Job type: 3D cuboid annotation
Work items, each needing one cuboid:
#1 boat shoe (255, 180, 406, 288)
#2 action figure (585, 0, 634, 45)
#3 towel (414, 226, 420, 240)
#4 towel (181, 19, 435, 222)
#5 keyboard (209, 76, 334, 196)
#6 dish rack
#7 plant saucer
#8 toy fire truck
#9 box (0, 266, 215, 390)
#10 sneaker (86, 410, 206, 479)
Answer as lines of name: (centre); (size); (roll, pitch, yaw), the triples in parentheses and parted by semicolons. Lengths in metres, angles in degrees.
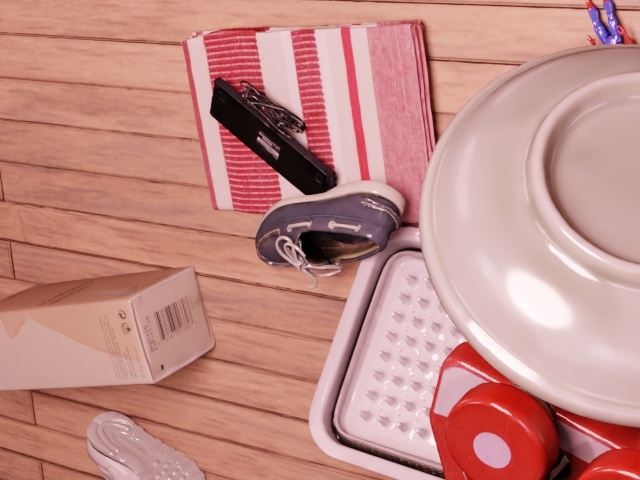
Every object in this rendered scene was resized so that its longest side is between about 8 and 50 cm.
boat shoe: (0.000, 0.000, 1.367); (0.095, 0.079, 0.254); (39, 147, -30)
action figure: (0.293, -0.206, 1.171); (0.038, 0.030, 0.115); (-23, 97, 31)
towel: (0.200, -0.051, 1.251); (0.144, 0.029, 0.197); (35, 110, 25)
towel: (-0.012, -0.139, 1.382); (0.329, 0.037, 0.237); (4, 112, 32)
keyboard: (-0.050, -0.128, 1.378); (0.192, 0.038, 0.100); (40, 151, 11)
dish rack: (0.173, 0.146, 1.287); (0.333, 0.072, 0.285); (13, 76, 27)
plant saucer: (0.288, -0.038, 1.022); (0.400, 0.400, 0.100); (30, 156, 19)
toy fire truck: (0.233, 0.234, 1.078); (0.302, 0.169, 0.254); (26, 127, 24)
box: (-0.319, 0.125, 1.606); (0.311, 0.148, 0.121); (-7, 103, 32)
sneaker: (-0.250, 0.351, 1.696); (0.235, 0.090, 0.095); (39, 137, 18)
